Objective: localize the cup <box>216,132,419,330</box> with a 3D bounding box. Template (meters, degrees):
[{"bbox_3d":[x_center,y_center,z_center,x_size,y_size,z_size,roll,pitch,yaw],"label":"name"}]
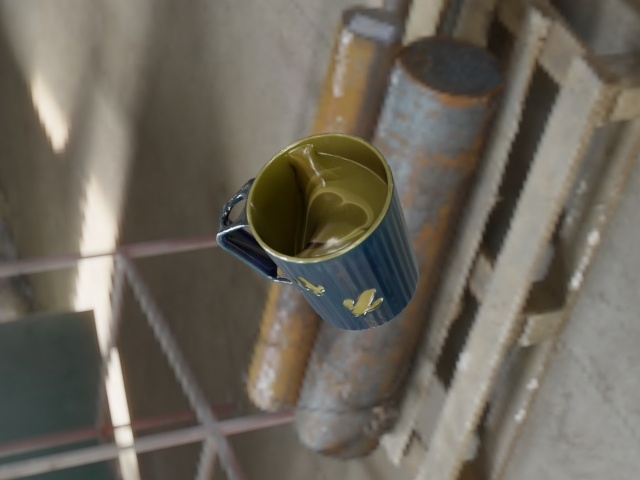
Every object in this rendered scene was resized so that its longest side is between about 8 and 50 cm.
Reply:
[{"bbox_3d":[0.000,0.000,1.334,0.155,0.176,0.131,59,-145,-53],"label":"cup"}]
